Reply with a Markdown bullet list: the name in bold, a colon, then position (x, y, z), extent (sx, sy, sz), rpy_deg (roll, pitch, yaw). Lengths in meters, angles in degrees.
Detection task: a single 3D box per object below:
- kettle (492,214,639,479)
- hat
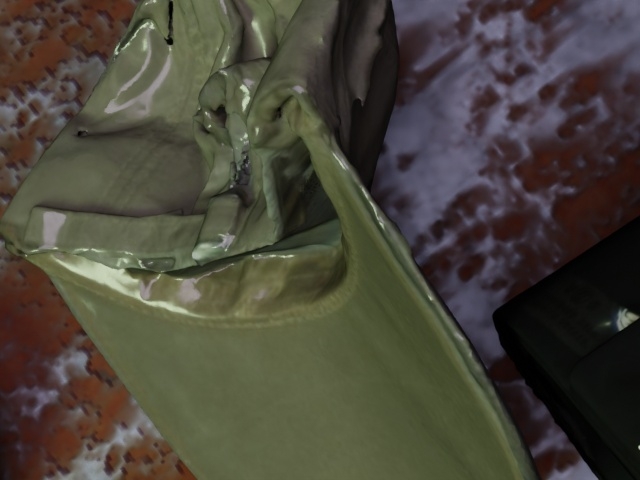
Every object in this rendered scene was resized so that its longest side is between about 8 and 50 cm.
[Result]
- **kettle**: position (0.225, -0.005, 0.570), extent (0.308, 0.203, 0.262), rpy_deg (-37, 112, -1)
- **hat**: position (0.000, 0.000, 0.644), extent (0.245, 0.214, 0.149), rpy_deg (47, 55, -20)
